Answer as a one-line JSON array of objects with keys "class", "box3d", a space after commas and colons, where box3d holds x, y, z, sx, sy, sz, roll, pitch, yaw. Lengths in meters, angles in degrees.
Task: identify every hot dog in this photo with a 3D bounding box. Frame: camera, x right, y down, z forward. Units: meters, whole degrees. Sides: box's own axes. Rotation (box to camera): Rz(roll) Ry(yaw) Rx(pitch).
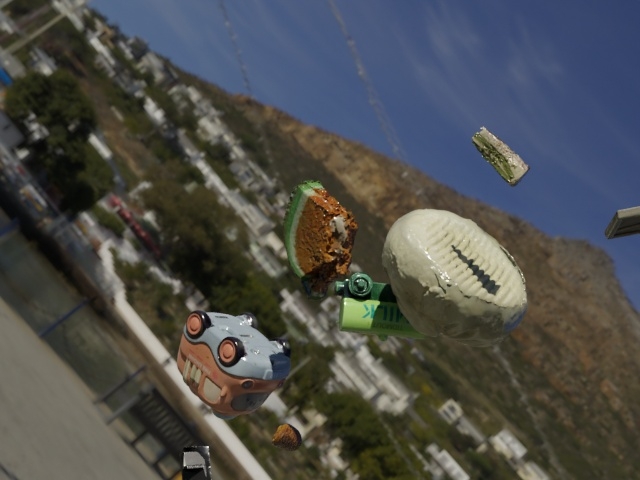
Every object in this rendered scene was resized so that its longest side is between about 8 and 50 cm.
[{"class": "hot dog", "box3d": [-0.075, 0.433, 2.097, 0.035, 0.058, 0.083, 28, -6, 41]}]

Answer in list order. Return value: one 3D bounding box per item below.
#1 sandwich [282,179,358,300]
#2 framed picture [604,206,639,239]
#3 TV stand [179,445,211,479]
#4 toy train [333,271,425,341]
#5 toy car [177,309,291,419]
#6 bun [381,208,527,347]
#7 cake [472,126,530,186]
[{"class": "sandwich", "box3d": [-0.010, 0.005, 1.912, 0.159, 0.079, 0.235, 20, -75, 45]}, {"class": "framed picture", "box3d": [0.680, -0.056, 1.704, 0.240, 0.324, 0.020, 32, 48, -75]}, {"class": "TV stand", "box3d": [-0.209, 0.487, 1.657, 0.040, 0.049, 0.256, 120, -34, -55]}, {"class": "toy train", "box3d": [0.155, 0.167, 2.318, 0.105, 0.253, 0.157, 128, -33, -75]}, {"class": "toy car", "box3d": [-0.211, 0.289, 2.179, 0.270, 0.212, 0.180, 32, 15, 38]}, {"class": "bun", "box3d": [0.289, 0.097, 2.172, 0.360, 0.211, 0.359, 28, 33, -20]}, {"class": "cake", "box3d": [0.368, -0.171, 1.949, 0.140, 0.051, 0.055, 52, 26, 22]}]
